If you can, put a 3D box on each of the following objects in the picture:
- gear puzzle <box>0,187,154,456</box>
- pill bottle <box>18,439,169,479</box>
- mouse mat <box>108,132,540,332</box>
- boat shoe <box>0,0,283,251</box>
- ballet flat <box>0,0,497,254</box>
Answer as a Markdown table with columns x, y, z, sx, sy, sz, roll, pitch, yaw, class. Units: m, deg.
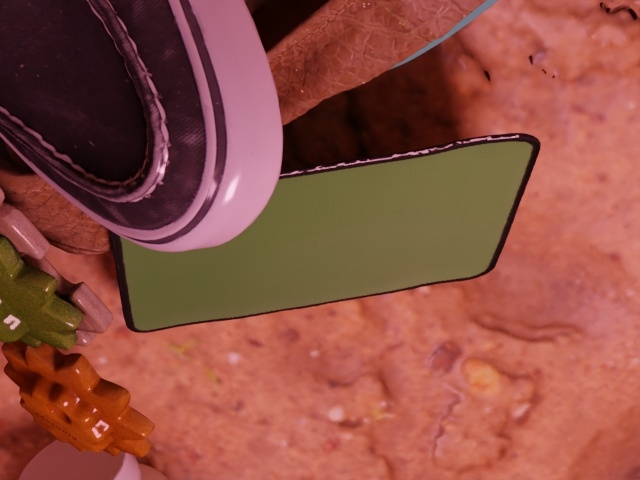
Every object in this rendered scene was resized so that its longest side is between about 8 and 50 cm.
| x | y | z | sx | sy | sz | roll | pitch | yaw | class |
| --- | --- | --- | --- | --- | --- | --- | --- | --- | --- |
| -0.190 | -0.001 | 0.661 | 0.175 | 0.044 | 0.339 | 5 | 142 | 43 | gear puzzle |
| -0.104 | 0.178 | 0.823 | 0.086 | 0.086 | 0.152 | -18 | 123 | 10 | pill bottle |
| 0.000 | 0.000 | 0.694 | 0.189 | 0.007 | 0.152 | -10 | 156 | -8 | mouse mat |
| -0.134 | -0.113 | 0.518 | 0.108 | 0.102 | 0.301 | -44 | 76 | 31 | boat shoe |
| -0.035 | -0.107 | 0.593 | 0.342 | 0.116 | 0.124 | -31 | 149 | 30 | ballet flat |
